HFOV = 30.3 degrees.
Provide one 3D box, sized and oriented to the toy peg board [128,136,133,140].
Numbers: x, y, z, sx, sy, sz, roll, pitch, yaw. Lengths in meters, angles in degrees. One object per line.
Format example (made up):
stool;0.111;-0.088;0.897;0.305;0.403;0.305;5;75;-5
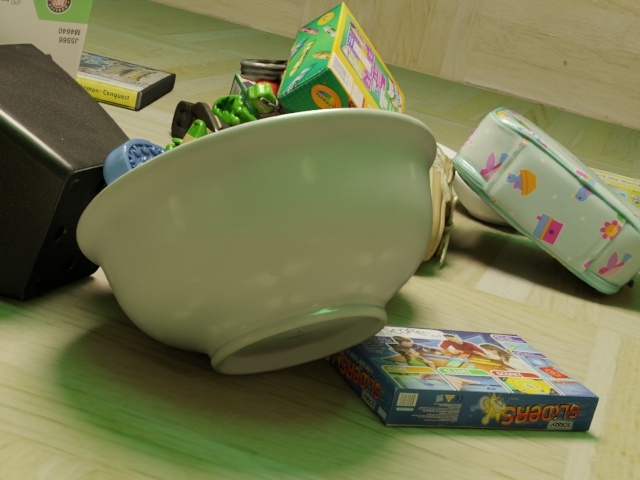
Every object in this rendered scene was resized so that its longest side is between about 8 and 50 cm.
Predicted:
toy peg board;-0.176;-0.030;1.254;0.161;0.079;0.161;29;15;-4

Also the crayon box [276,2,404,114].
crayon box;0.034;-0.189;1.555;0.165;0.081;0.278;55;19;-20

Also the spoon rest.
spoon rest;0.201;-0.090;1.736;0.276;0.084;0.137;18;16;21

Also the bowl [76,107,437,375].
bowl;-0.032;0.022;0.935;0.298;0.134;0.298;-16;-16;-5

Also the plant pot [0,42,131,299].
plant pot;-0.271;-0.051;1.045;0.167;0.187;0.188;30;19;13

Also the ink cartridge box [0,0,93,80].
ink cartridge box;-0.352;-0.164;1.174;0.115;0.273;0.198;27;20;34

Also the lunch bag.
lunch bag;0.305;-0.051;1.506;0.279;0.108;0.224;40;14;5

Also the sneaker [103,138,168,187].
sneaker;-0.143;-0.016;1.059;0.090;0.081;0.232;-24;-25;14

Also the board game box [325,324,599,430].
board game box;0.118;0.116;1.021;0.201;0.035;0.136;6;17;-25

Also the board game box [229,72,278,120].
board game box;0.011;-0.134;1.667;0.213;0.046;0.317;7;30;-24

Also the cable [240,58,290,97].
cable;-0.045;-0.229;1.714;0.139;0.072;0.287;18;17;-2

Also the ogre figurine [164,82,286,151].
ogre figurine;-0.101;-0.128;1.510;0.118;0.197;0.097;24;30;-38

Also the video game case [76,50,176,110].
video game case;-0.394;-0.284;2.013;0.248;0.035;0.275;14;15;2

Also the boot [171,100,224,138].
boot;-0.126;-0.154;1.717;0.137;0.077;0.198;13;16;-24

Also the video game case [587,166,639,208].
video game case;0.468;-0.049;1.841;0.227;0.026;0.206;15;30;8

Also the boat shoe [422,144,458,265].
boat shoe;0.136;-0.053;1.466;0.089;0.104;0.285;27;30;-10
